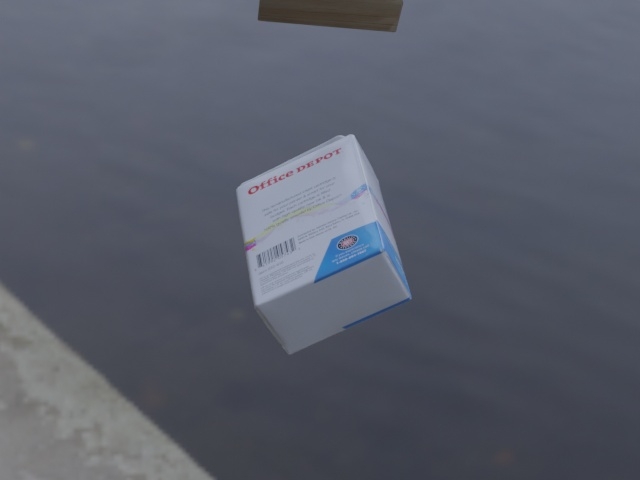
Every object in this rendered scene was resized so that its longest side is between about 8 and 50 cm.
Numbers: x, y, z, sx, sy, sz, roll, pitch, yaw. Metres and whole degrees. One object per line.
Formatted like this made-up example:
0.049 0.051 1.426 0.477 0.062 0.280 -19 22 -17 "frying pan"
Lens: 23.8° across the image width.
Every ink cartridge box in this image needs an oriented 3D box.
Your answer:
0.000 0.000 0.964 0.088 0.052 0.122 -25 40 10 "ink cartridge box"

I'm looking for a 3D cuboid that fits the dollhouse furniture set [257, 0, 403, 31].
0.019 -0.287 1.087 0.212 0.242 0.161 4 62 -4 "dollhouse furniture set"
